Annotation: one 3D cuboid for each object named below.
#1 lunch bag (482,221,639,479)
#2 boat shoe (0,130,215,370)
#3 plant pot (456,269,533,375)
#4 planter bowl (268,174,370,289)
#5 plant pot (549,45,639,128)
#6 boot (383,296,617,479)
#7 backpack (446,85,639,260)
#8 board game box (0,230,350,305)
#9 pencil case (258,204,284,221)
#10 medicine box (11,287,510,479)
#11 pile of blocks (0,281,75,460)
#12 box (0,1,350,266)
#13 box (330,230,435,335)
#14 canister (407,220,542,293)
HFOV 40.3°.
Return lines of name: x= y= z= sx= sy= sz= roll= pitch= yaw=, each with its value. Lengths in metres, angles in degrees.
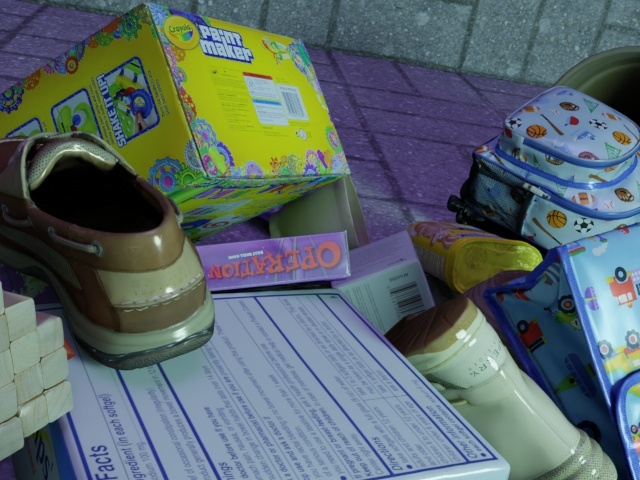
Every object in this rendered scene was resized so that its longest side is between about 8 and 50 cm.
lunch bag: x=0.328 y=0.136 z=0.834 sx=0.221 sy=0.138 sz=0.293 roll=-14 pitch=74 yaw=-27
boat shoe: x=-0.186 y=-0.029 z=0.681 sx=0.122 sy=0.120 sz=0.324 roll=-24 pitch=38 yaw=-33
plant pot: x=0.238 y=0.107 z=0.980 sx=0.237 sy=0.110 sz=0.237 roll=10 pitch=23 yaw=-4
planter bowl: x=0.000 y=0.000 z=1.087 sx=0.109 sy=0.162 sz=0.162 roll=-15 pitch=21 yaw=9
plant pot: x=0.573 y=-0.146 z=1.525 sx=0.280 sy=0.323 sz=0.323 roll=10 pitch=17 yaw=-47
boot: x=0.136 y=0.160 z=0.806 sx=0.203 sy=0.262 sz=0.095 roll=45 pitch=67 yaw=-1
backpack: x=0.383 y=-0.095 z=1.331 sx=0.263 sy=0.213 sz=0.276 roll=38 pitch=53 yaw=22
board game box: x=-0.157 y=0.037 z=0.834 sx=0.346 sy=0.056 sz=0.208 roll=-6 pitch=-8 yaw=-6
pencil case: x=-0.077 y=-0.061 z=1.264 sx=0.206 sy=0.086 sz=0.088 roll=28 pitch=56 yaw=37
medicine box: x=-0.062 y=0.164 z=0.654 sx=0.289 sy=0.149 sz=0.263 roll=-2 pitch=26 yaw=-27
pile of blocks: x=-0.294 y=0.077 z=0.608 sx=0.362 sy=0.149 sz=0.112 roll=-17 pitch=7 yaw=33
box: x=-0.171 y=-0.098 z=0.955 sx=0.279 sy=0.177 sz=0.290 roll=-23 pitch=-6 yaw=27
box: x=0.071 y=0.061 z=0.974 sx=0.102 sy=0.101 sz=0.087 roll=-19 pitch=23 yaw=6
canister: x=0.196 y=0.022 z=1.159 sx=0.126 sy=0.073 sz=0.170 roll=4 pitch=9 yaw=-18
